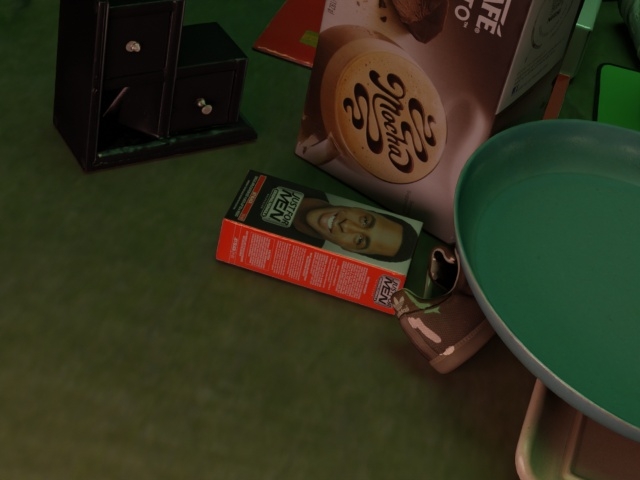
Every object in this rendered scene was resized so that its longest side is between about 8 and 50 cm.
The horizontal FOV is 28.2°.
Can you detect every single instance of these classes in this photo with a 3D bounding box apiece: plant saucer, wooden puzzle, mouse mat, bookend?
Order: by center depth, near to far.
[{"bbox_3d":[0.260,0.136,0.883,0.239,0.044,0.221,24,40,5],"label":"wooden puzzle"},{"bbox_3d":[0.236,0.034,0.907,0.318,0.043,0.317,12,44,-12],"label":"plant saucer"},{"bbox_3d":[-0.123,-0.148,1.013,0.157,0.156,0.072,-13,46,-30],"label":"bookend"},{"bbox_3d":[0.332,-0.103,1.206,0.153,0.007,0.189,16,39,3],"label":"mouse mat"}]

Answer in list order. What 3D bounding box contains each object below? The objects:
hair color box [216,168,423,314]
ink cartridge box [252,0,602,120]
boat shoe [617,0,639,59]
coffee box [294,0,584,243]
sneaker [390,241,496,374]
[{"bbox_3d":[0.000,0.000,0.962,0.141,0.043,0.072,17,39,3],"label":"hair color box"},{"bbox_3d":[0.116,-0.227,1.245,0.296,0.066,0.261,19,39,7],"label":"ink cartridge box"},{"bbox_3d":[0.471,-0.235,1.305,0.321,0.118,0.103,-4,55,-3],"label":"boat shoe"},{"bbox_3d":[0.100,-0.169,0.989,0.168,0.297,0.119,32,43,21],"label":"coffee box"},{"bbox_3d":[0.122,0.018,0.941,0.071,0.066,0.188,48,46,-2],"label":"sneaker"}]
